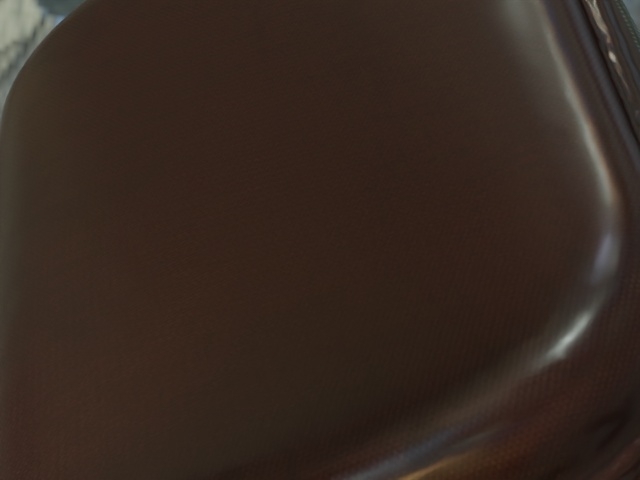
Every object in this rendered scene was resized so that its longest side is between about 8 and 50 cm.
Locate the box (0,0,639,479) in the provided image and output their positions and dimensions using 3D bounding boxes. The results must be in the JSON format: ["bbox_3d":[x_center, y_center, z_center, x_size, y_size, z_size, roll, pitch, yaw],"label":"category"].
[{"bbox_3d":[0.000,0.000,0.686,0.108,0.263,0.404,58,-166,-33],"label":"box"}]
